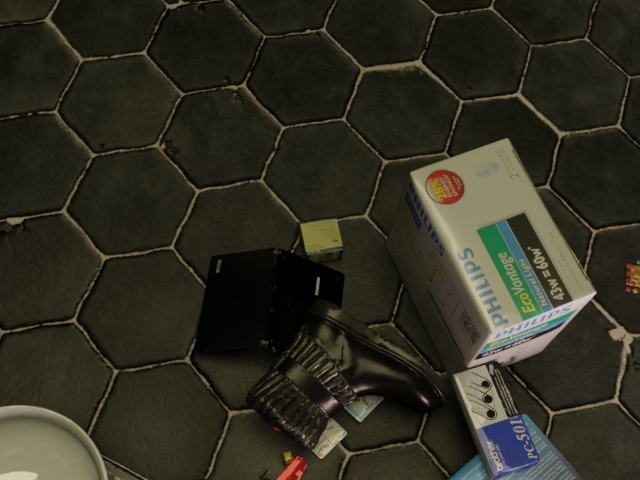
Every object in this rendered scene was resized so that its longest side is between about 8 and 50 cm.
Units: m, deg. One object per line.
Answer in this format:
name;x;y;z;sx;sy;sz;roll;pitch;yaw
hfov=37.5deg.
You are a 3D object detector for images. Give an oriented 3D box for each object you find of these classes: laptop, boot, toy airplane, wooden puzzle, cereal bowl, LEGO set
laptop;-0.101;0.150;1.977;0.264;0.136;0.234;22;56;-23
boot;0.055;0.307;1.837;0.348;0.131;0.260;32;70;-1
toy airplane;-0.058;0.501;1.820;0.151;0.028;0.151;1;82;-4
wooden puzzle;0.704;0.080;2.098;0.049;0.006;0.083;9;66;-1
cereal bowl;-0.536;0.469;1.657;0.338;0.141;0.339;2;66;-4
LEGO set;-0.016;0.330;1.896;0.244;0.060;0.182;-41;72;-19

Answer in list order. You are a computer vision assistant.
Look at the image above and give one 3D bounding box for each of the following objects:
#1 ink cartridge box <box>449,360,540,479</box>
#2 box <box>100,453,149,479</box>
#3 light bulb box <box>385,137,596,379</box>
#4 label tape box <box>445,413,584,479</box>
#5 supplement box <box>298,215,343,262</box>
ink cartridge box;0.333;0.343;1.808;0.097;0.046;0.207;-15;66;-10
box;-0.433;0.538;1.754;0.322;0.079;0.257;26;68;7
light bulb box;0.318;0.053;1.881;0.225;0.361;0.358;-20;70;-13
label tape box;0.410;0.550;1.805;0.249;0.115;0.348;-35;75;-19
supplement box;0.000;0.000;2.043;0.083;0.056;0.083;-9;67;-9
